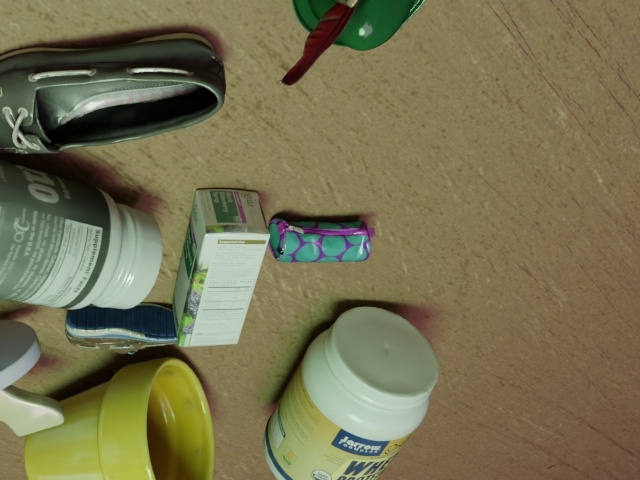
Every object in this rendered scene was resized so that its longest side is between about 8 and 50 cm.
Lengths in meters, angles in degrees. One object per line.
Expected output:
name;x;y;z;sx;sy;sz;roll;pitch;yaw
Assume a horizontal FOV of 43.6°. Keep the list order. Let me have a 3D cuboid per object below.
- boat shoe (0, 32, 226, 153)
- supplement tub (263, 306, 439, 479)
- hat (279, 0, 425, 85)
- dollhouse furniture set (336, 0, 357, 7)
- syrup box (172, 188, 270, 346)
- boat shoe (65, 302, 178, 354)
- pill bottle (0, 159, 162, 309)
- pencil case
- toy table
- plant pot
boat shoe;-0.271;-0.157;0.908;0.335;0.095;0.112;-15;137;-7
supplement tub;0.051;0.290;1.397;0.228;0.228;0.316;5;132;-26
hat;0.064;-0.240;0.887;0.208;0.183;0.173;-36;135;16
dollhouse furniture set;-0.013;-0.373;0.705;0.262;0.135;0.259;31;103;-21
syrup box;-0.150;0.044;1.164;0.096;0.093;0.237;0;134;-21
boat shoe;-0.297;0.138;1.232;0.183;0.066;0.066;8;136;-15
pill bottle;-0.347;-0.003;0.976;0.283;0.161;0.161;16;127;-46
pencil case;0.000;0.000;1.199;0.151;0.064;0.070;0;150;-22
toy table;-0.515;0.231;1.129;0.274;0.252;0.161;-9;121;2
plant pot;-0.329;0.333;1.298;0.239;0.254;0.254;-13;139;14
